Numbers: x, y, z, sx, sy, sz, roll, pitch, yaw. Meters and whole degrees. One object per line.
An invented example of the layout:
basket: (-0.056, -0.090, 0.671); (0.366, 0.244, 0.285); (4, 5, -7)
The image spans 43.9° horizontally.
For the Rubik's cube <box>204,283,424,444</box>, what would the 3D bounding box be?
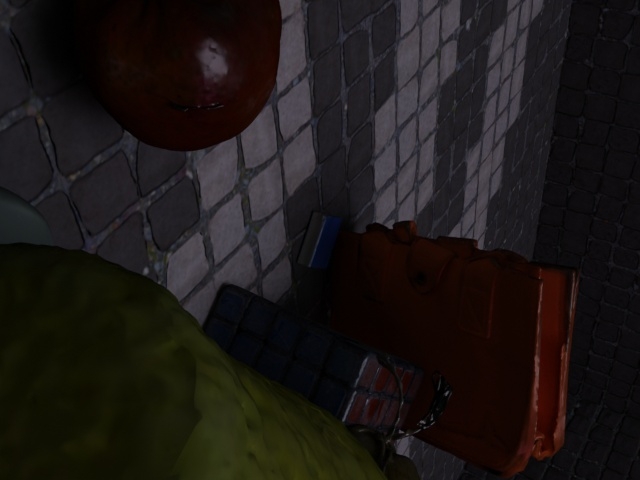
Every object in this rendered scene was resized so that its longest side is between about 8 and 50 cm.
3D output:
Rubik's cube: (-0.035, 0.221, 1.060); (0.237, 0.237, 0.238); (-65, 153, -5)

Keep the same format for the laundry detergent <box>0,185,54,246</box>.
laundry detergent: (-0.354, 0.072, 0.458); (0.398, 0.124, 0.264); (8, 99, -63)

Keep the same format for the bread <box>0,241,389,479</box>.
bread: (-0.131, 0.187, 0.453); (0.348, 0.348, 0.308); (-57, 147, -26)

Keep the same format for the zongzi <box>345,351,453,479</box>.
zongzi: (0.036, 0.350, 0.751); (0.447, 0.418, 0.181); (-16, 143, -35)

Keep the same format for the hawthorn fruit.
hawthorn fruit: (-0.125, -0.158, 0.696); (0.185, 0.185, 0.202); (-56, 167, -28)

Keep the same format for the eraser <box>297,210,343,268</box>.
eraser: (0.000, 0.000, 1.209); (0.063, 0.027, 0.085); (9, 99, -63)

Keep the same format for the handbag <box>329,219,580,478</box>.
handbag: (0.171, 0.138, 1.160); (0.116, 0.410, 0.304); (-9, 105, -37)
